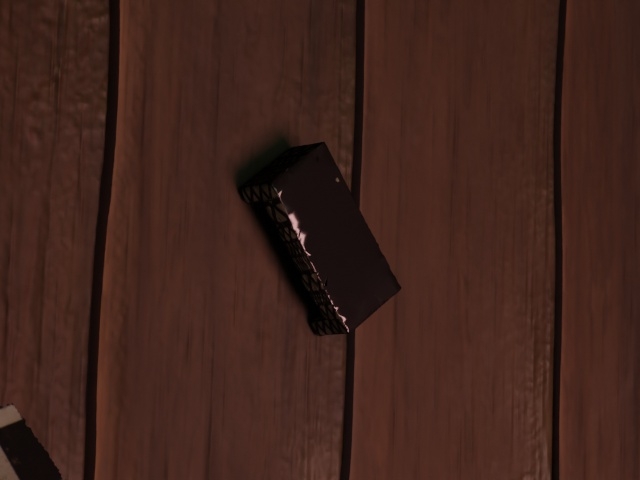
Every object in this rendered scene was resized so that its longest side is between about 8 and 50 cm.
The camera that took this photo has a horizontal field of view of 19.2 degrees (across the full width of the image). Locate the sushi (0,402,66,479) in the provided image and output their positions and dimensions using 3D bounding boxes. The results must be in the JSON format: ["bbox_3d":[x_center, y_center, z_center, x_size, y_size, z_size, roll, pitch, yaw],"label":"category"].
[{"bbox_3d":[-0.194,0.221,1.035,0.192,0.050,0.215,-26,72,-37],"label":"sushi"}]

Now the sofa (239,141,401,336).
[{"bbox_3d":[0.000,0.000,1.249,0.060,0.039,0.118,-40,109,-36],"label":"sofa"}]
